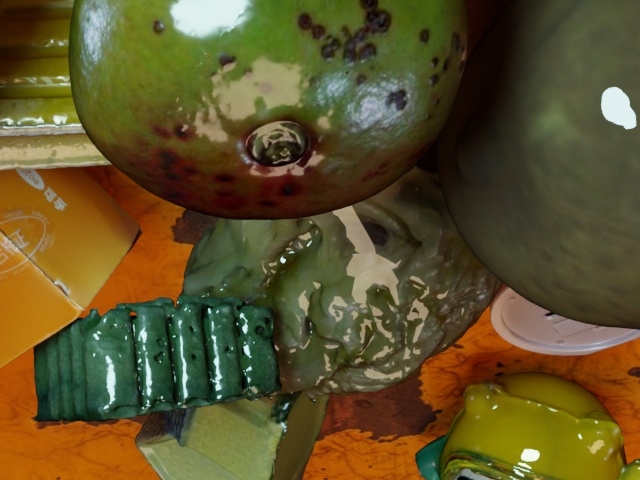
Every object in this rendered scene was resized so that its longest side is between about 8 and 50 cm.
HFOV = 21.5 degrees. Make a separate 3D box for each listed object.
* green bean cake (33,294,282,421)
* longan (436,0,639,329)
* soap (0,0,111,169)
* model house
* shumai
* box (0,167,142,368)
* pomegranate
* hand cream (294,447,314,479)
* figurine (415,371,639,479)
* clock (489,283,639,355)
[{"bbox_3d":[-0.163,0.116,1.604,0.193,0.107,0.208,-6,174,-30],"label":"green bean cake"},{"bbox_3d":[0.266,-0.087,1.401,0.361,0.361,0.361,-1,147,-1],"label":"longan"},{"bbox_3d":[-0.181,-0.143,1.426,0.257,0.160,0.080,-2,149,2],"label":"soap"},{"bbox_3d":[-0.102,0.192,1.969,0.189,0.195,0.214,20,133,10],"label":"model house"},{"bbox_3d":[-0.001,-0.001,1.600,0.346,0.217,0.283,-6,147,14],"label":"shumai"},{"bbox_3d":[-0.367,0.019,1.616,0.341,0.143,0.225,-32,110,36],"label":"box"},{"bbox_3d":[-0.030,-0.177,1.225,0.291,0.323,0.291,11,151,6],"label":"pomegranate"},{"bbox_3d":[-0.049,0.285,2.191,0.087,0.054,0.186,8,152,-9],"label":"hand cream"},{"bbox_3d":[0.268,0.296,2.080,0.324,0.231,0.340,18,143,16],"label":"figurine"},{"bbox_3d":[0.280,0.049,1.823,0.197,0.068,0.197,-1,147,-1],"label":"clock"}]
